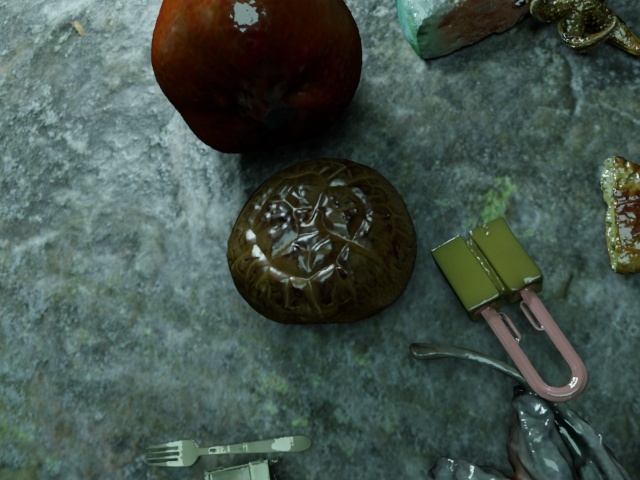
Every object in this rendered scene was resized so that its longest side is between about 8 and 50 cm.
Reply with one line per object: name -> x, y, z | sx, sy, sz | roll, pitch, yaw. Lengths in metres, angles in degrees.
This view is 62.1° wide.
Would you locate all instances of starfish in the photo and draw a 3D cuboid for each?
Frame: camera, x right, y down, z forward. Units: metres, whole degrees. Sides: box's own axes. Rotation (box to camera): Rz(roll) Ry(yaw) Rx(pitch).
starfish -> 0.396, -0.341, 0.751 | 0.190, 0.074, 0.146 | 41, 98, -1

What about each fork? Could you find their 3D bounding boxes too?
fork -> -0.119, 0.271, 0.695 | 0.219, 0.028, 0.034 | -8, 62, 6

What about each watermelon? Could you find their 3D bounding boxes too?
watermelon -> 0.242, -0.378, 0.813 | 0.241, 0.094, 0.154 | -11, 75, 5

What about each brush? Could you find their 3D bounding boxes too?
brush -> 0.231, 0.085, 0.637 | 0.103, 0.047, 0.233 | -27, 53, 4

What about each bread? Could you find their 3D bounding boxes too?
bread -> 0.426, -0.032, 0.659 | 0.135, 0.054, 0.155 | -2, 76, 13

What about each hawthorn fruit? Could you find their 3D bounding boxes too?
hawthorn fruit -> -0.098, -0.274, 0.750 | 0.295, 0.295, 0.311 | -35, 67, -1

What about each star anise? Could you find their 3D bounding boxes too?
star anise -> 0.222, 0.294, 0.543 | 0.359, 0.139, 0.316 | 18, 67, 14

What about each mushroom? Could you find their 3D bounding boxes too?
mushroom -> 0.000, 0.000, 0.697 | 0.253, 0.153, 0.253 | -6, 60, 10

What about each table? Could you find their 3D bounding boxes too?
table -> -0.089, 0.312, 0.648 | 0.083, 0.062, 0.079 | -15, 69, 7
